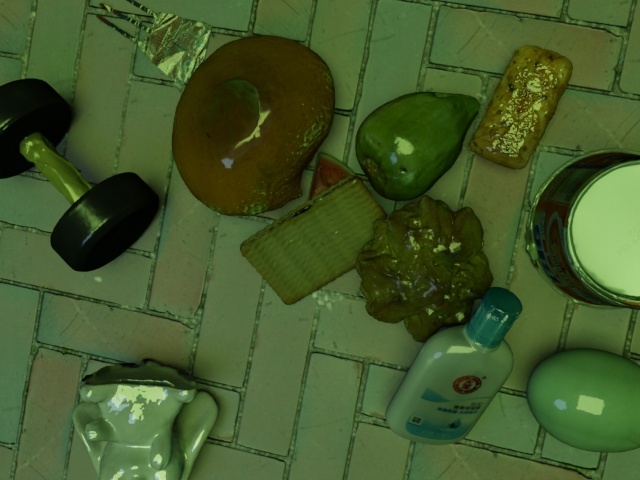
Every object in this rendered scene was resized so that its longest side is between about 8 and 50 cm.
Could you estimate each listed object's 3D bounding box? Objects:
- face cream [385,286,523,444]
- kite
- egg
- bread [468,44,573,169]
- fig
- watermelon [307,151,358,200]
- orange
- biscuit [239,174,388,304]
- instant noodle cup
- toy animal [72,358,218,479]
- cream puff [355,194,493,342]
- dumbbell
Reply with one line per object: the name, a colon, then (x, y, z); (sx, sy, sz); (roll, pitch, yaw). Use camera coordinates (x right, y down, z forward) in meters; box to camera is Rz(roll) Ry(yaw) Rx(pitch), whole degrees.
face cream: (0.233, 0.215, 1.161); (0.163, 0.080, 0.337); (12, 128, -13)
kite: (-0.318, -0.403, 1.335); (0.229, 0.016, 0.127); (33, 94, 3)
egg: (0.462, 0.268, 1.168); (0.230, 0.168, 0.168); (10, 94, 2)
bread: (0.346, -0.230, 1.208); (0.114, 0.083, 0.211); (24, 94, 11)
fig: (0.167, -0.178, 1.196); (0.233, 0.167, 0.167); (-39, 87, 15)
watermelon: (0.011, -0.098, 1.258); (0.125, 0.094, 0.135); (-22, 78, 15)
orange: (-0.134, -0.212, 1.235); (0.262, 0.196, 0.335); (42, 103, 26)
biscuit: (0.000, 0.000, 1.254); (0.254, 0.029, 0.172); (-31, 123, 10)
instant noodle cup: (0.496, -0.017, 1.126); (0.296, 0.214, 0.297); (0, 92, 9)
toy animal: (-0.340, 0.354, 1.296); (0.249, 0.174, 0.289); (25, 95, -5)
cream puff: (0.182, 0.052, 1.196); (0.244, 0.196, 0.244); (8, 128, 11)
dumbbell: (-0.472, -0.118, 1.274); (0.322, 0.204, 0.204); (45, 98, 4)
